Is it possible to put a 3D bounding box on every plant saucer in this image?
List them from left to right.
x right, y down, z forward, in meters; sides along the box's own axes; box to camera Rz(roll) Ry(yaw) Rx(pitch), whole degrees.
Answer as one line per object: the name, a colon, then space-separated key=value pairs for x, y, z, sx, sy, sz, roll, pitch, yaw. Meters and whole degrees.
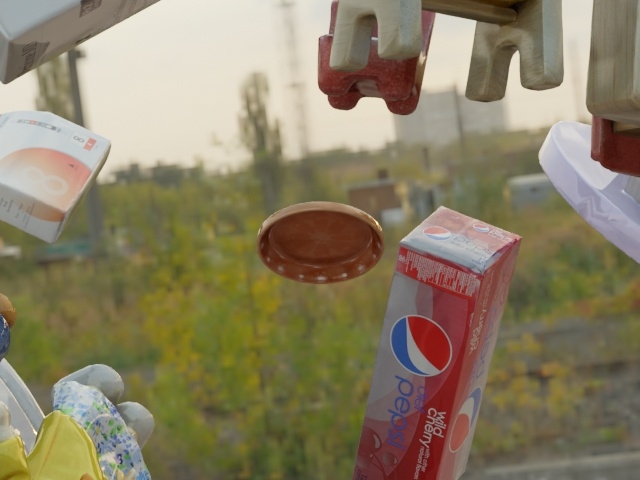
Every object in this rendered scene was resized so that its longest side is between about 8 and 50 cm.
plant saucer: x=0.000 y=0.000 z=1.133 sx=0.083 sy=0.013 sz=0.083 roll=-1 pitch=-36 yaw=0

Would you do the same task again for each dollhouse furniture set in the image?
dollhouse furniture set: x=0.160 y=-0.135 z=1.006 sx=0.374 sy=0.152 sz=0.201 roll=9 pitch=-6 yaw=-27

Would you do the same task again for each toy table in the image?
toy table: x=0.315 y=-0.073 z=1.421 sx=0.274 sy=0.161 sz=0.252 roll=39 pitch=27 yaw=31

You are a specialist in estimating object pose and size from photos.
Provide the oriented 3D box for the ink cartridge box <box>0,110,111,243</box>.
ink cartridge box: x=-0.294 y=-0.084 z=1.586 sx=0.179 sy=0.045 sz=0.145 roll=28 pitch=32 yaw=-5

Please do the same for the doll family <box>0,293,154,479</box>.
doll family: x=-0.140 y=0.077 z=0.669 sx=0.118 sy=0.263 sz=0.163 roll=-34 pitch=18 yaw=19

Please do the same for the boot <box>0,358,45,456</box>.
boot: x=-0.256 y=0.062 z=0.918 sx=0.095 sy=0.258 sz=0.123 roll=-49 pitch=-4 yaw=15

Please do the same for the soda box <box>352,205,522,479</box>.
soda box: x=0.103 y=0.109 z=1.557 sx=0.083 sy=0.263 sz=0.092 roll=23 pitch=32 yaw=20

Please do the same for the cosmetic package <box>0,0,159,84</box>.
cosmetic package: x=-0.213 y=-0.245 z=1.395 sx=0.183 sy=0.151 sz=0.151 roll=-32 pitch=-1 yaw=-14
